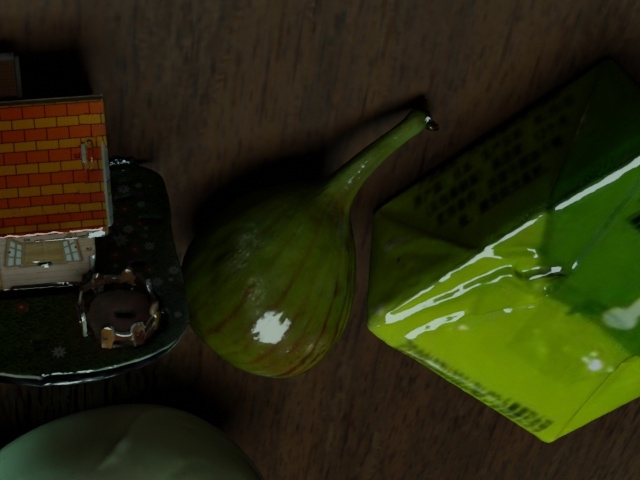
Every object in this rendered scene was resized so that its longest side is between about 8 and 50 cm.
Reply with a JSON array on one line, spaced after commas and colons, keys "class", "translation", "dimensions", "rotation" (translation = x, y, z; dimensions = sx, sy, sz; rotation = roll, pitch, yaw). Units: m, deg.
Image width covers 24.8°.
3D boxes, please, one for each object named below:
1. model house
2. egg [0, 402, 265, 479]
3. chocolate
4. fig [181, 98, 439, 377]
[{"class": "model house", "translation": [-0.244, -0.018, 1.016], "dimensions": [0.294, 0.207, 0.154], "rotation": [-6, 138, -11]}, {"class": "egg", "translation": [-0.208, 0.301, 1.349], "dimensions": [0.345, 0.283, 0.283], "rotation": [-20, 141, 17]}, {"class": "chocolate", "translation": [0.224, 0.016, 1.245], "dimensions": [0.289, 0.137, 0.301], "rotation": [-34, 135, 23]}, {"class": "fig", "translation": [0.000, 0.000, 1.159], "dimensions": [0.151, 0.151, 0.259], "rotation": [25, 123, -38]}]
